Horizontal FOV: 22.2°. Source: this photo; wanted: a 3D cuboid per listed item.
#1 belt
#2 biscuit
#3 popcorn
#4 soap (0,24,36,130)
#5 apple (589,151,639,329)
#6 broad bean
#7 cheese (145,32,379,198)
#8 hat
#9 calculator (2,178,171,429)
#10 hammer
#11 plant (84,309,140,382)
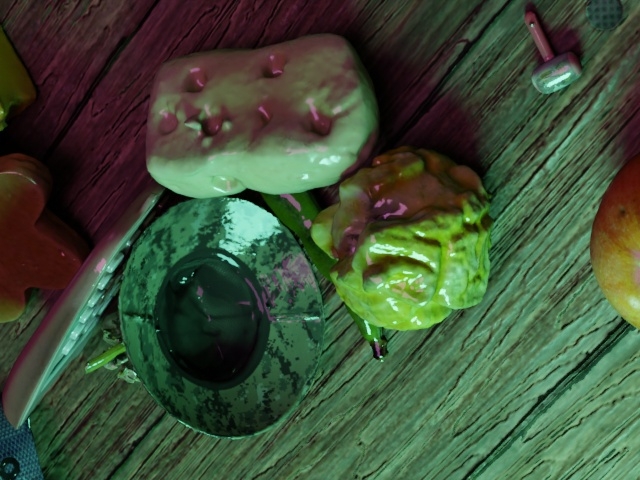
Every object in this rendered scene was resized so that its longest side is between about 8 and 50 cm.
[{"bbox_3d":[-0.403,0.308,2.031,0.139,0.126,0.230,11,114,50],"label":"belt"},{"bbox_3d":[-0.438,-0.043,1.889,0.275,0.052,0.355,-32,120,32],"label":"biscuit"},{"bbox_3d":[0.085,-0.002,1.670,0.185,0.167,0.187,-35,53,54],"label":"popcorn"},{"bbox_3d":[-0.506,-0.167,1.939,0.324,0.096,0.204,-27,94,31],"label":"soap"},{"bbox_3d":[0.357,0.003,1.528,0.209,0.164,0.209,10,113,25],"label":"apple"},{"bbox_3d":[0.001,-0.001,1.774,0.060,0.043,0.297,-35,90,40],"label":"broad bean"},{"bbox_3d":[-0.063,-0.130,1.702,0.263,0.093,0.159,-3,72,26],"label":"cheese"},{"bbox_3d":[-0.126,0.091,1.801,0.265,0.265,0.128,62,152,-3],"label":"hat"},{"bbox_3d":[-0.257,0.057,1.815,0.048,0.220,0.330,36,125,0],"label":"calculator"},{"bbox_3d":[0.223,-0.189,1.613,0.052,0.031,0.083,-27,83,28],"label":"hammer"},{"bbox_3d":[-0.218,0.116,1.880,0.104,0.122,0.116,54,128,14],"label":"plant"}]
